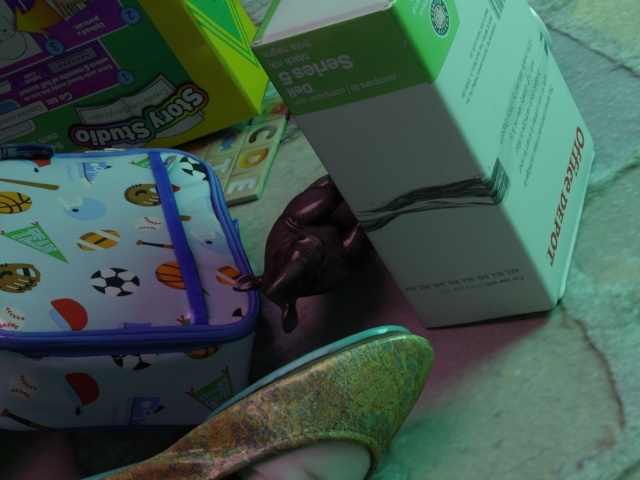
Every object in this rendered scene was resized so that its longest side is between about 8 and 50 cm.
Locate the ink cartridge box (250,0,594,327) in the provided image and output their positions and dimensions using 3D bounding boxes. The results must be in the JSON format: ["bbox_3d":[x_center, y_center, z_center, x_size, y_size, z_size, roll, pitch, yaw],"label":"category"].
[{"bbox_3d":[0.086,-0.102,1.083,0.114,0.273,0.198,-12,37,30],"label":"ink cartridge box"}]

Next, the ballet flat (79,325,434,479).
[{"bbox_3d":[-0.068,0.178,0.988,0.348,0.123,0.123,-26,33,5],"label":"ballet flat"}]

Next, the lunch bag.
[{"bbox_3d":[-0.170,0.025,1.198,0.243,0.115,0.303,-3,33,-13],"label":"lunch bag"}]

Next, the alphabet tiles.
[{"bbox_3d":[-0.127,-0.072,1.449,0.198,0.009,0.237,-12,36,25],"label":"alphabet tiles"}]

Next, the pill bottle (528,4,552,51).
[{"bbox_3d":[0.115,-0.137,1.277,0.160,0.087,0.087,-38,34,-13],"label":"pill bottle"}]

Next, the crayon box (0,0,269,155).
[{"bbox_3d":[-0.277,-0.206,1.449,0.363,0.313,0.106,-17,38,23],"label":"crayon box"}]

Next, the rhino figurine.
[{"bbox_3d":[0.000,0.000,1.134,0.106,0.073,0.243,-45,3,24],"label":"rhino figurine"}]
